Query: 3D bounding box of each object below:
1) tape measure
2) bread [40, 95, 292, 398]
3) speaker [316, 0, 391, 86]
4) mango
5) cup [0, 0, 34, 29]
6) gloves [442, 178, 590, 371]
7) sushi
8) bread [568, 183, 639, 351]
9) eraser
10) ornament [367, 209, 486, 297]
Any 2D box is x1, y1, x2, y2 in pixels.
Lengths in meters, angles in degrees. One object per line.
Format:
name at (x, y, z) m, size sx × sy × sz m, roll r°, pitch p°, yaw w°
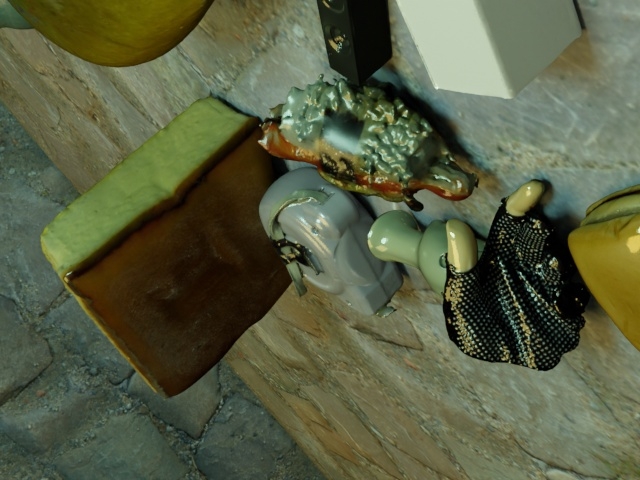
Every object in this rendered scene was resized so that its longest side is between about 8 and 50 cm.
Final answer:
tape measure at (-0.001, 0.001, 1.104) m, size 0.178 × 0.105 × 0.196 m, roll 22°, pitch 151°, yaw 54°
bread at (-0.182, 0.015, 1.192) m, size 0.143 × 0.323 × 0.333 m, roll 33°, pitch 160°, yaw 33°
speaker at (0.023, -0.208, 0.692) m, size 0.040 × 0.046 × 0.191 m, roll 39°, pitch 162°, yaw 27°
mango at (-0.200, -0.284, 0.807) m, size 0.365 × 0.182 × 0.253 m, roll 19°, pitch 147°, yaw 57°
cup at (-0.407, -0.361, 1.170) m, size 0.199 × 0.150 × 0.199 m, roll 40°, pitch 161°, yaw 17°
gloves at (0.184, 0.022, 0.778) m, size 0.129 × 0.106 × 0.180 m, roll 25°, pitch 123°, yaw 29°
sushi at (0.044, -0.099, 0.804) m, size 0.226 × 0.097 × 0.103 m, roll 23°, pitch 160°, yaw 20°
bread at (0.273, 0.048, 0.644) m, size 0.200 × 0.077 × 0.116 m, roll 49°, pitch 154°, yaw -11°
eraser at (0.062, -0.227, 0.506) m, size 0.076 × 0.078 × 0.298 m, roll 23°, pitch 151°, yaw 52°
ornament at (0.124, 0.014, 0.906) m, size 0.075 × 0.081 × 0.156 m, roll 9°, pitch -169°, yaw -36°
